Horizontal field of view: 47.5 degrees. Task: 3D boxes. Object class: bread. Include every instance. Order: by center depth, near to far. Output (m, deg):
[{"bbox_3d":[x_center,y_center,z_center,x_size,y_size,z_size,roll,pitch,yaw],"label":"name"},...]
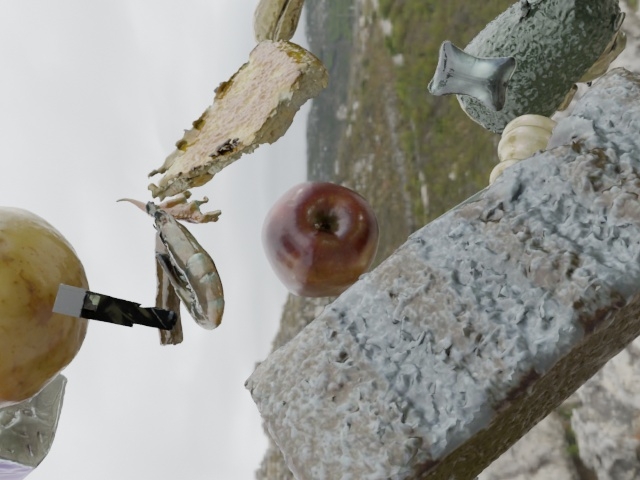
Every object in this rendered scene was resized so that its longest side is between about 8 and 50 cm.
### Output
[{"bbox_3d":[0.142,0.044,0.554,0.165,0.417,0.113,45,172,43],"label":"bread"}]

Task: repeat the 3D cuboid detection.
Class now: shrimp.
[{"bbox_3d":[-0.229,0.047,1.242,0.254,0.059,0.145,48,143,29],"label":"shrimp"}]

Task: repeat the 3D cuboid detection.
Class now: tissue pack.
[{"bbox_3d":[-0.732,0.454,1.686,0.338,0.160,0.242,-40,32,38],"label":"tissue pack"}]

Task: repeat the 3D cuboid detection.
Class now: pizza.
[{"bbox_3d":[-0.113,-0.157,0.994,0.189,0.297,0.071,29,162,49],"label":"pizza"}]

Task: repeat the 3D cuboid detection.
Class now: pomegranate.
[{"bbox_3d":[-0.612,0.095,1.293,0.410,0.410,0.409,-1,-90,-90],"label":"pomegranate"}]

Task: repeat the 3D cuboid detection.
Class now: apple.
[{"bbox_3d":[0.000,0.000,1.789,0.317,0.288,0.288,100,170,-65],"label":"apple"}]

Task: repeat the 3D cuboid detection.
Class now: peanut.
[{"bbox_3d":[-0.057,-0.385,1.152,0.080,0.080,0.174,-90,25,-64],"label":"peanut"}]

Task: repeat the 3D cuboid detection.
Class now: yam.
[{"bbox_3d":[-0.296,0.090,1.417,0.057,0.057,0.241,89,175,-69],"label":"yam"}]

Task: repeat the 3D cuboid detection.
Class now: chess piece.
[{"bbox_3d":[0.275,-0.087,1.007,0.170,0.094,0.094,-59,-19,-32],"label":"chess piece"}]

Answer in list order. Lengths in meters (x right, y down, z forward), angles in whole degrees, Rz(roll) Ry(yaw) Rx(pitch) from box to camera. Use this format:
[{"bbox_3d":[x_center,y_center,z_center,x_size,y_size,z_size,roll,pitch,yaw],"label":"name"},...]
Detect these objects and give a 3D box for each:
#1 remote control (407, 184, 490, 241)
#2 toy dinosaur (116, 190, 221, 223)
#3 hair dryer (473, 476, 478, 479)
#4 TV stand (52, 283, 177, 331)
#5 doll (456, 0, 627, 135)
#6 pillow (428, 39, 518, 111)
[{"bbox_3d":[0.315,-0.029,1.655,0.038,0.285,0.123,45,155,36],"label":"remote control"},{"bbox_3d":[-0.298,-0.051,1.428,0.142,0.212,0.057,-111,14,-70],"label":"toy dinosaur"},{"bbox_3d":[0.208,0.330,0.856,0.070,0.248,0.114,-145,71,-69],"label":"hair dryer"},{"bbox_3d":[-0.301,0.108,1.105,0.256,0.049,0.040,34,-113,-68],"label":"TV stand"},{"bbox_3d":[0.414,-0.348,1.366,0.349,0.247,0.247,126,151,-48],"label":"doll"},{"bbox_3d":[0.256,-0.277,1.227,0.091,0.136,0.055,96,-164,-48],"label":"pillow"}]
